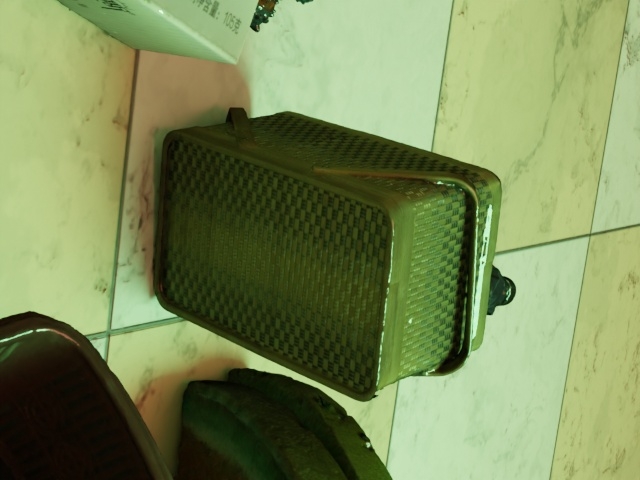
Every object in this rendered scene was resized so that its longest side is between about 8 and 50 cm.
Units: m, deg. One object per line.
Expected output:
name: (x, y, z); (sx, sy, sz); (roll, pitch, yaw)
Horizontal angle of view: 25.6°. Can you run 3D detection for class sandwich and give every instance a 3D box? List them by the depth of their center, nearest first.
sandwich: (-0.042, 0.226, 1.188); (0.109, 0.292, 0.212); (13, 131, -41)

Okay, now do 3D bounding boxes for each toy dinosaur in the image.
toy dinosaur: (-0.057, -0.197, 1.143); (0.154, 0.049, 0.055); (-17, 114, -49)

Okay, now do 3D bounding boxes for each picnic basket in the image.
picnic basket: (-0.239, 0.190, 0.870); (0.297, 0.129, 0.222); (-27, 87, -49)
picnic basket: (0.000, 0.000, 1.116); (0.139, 0.266, 0.165); (-17, 120, -47)

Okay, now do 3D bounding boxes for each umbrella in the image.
umbrella: (0.170, 0.046, 1.592); (0.224, 0.080, 0.071); (10, 59, -62)

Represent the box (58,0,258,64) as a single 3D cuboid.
box: (-0.132, -0.256, 0.946); (0.260, 0.111, 0.194); (25, 80, -56)
